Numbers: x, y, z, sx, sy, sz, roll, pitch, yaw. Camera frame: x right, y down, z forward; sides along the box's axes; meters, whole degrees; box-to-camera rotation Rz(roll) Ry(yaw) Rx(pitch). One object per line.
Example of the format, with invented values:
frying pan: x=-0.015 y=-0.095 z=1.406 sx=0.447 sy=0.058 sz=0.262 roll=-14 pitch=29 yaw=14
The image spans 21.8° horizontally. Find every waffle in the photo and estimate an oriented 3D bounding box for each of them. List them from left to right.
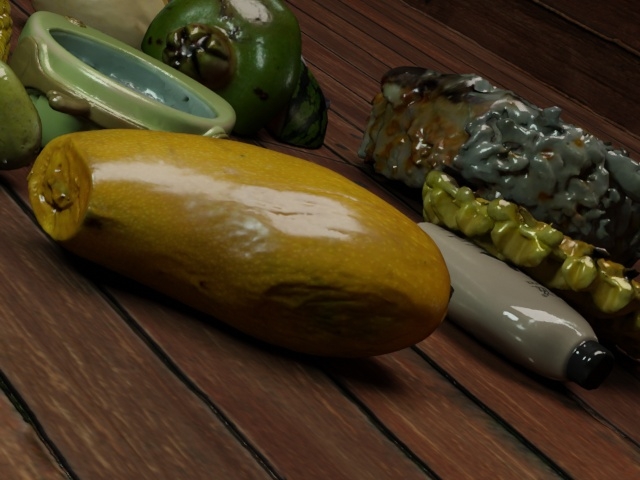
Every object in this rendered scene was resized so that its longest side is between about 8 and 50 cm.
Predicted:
waffle: x=0.234 y=0.029 z=1.737 sx=0.329 sy=0.062 sz=0.329 roll=30 pitch=-5 yaw=3

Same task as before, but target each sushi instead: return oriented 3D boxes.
sushi: x=0.260 y=-0.091 z=2.140 sx=0.417 sy=0.176 sz=0.417 roll=25 pitch=6 yaw=-3

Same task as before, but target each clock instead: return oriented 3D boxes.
clock: x=-0.203 y=-0.125 z=1.627 sx=0.235 sy=0.096 sz=0.308 roll=28 pitch=12 yaw=-10

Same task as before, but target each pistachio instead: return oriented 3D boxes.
pistachio: x=-0.281 y=-0.309 z=2.110 sx=0.200 sy=0.145 sz=0.117 roll=29 pitch=13 yaw=0

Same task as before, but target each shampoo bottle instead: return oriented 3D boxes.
shampoo bottle: x=0.178 y=0.066 z=1.601 sx=0.257 sy=0.078 sz=0.127 roll=37 pitch=8 yaw=40

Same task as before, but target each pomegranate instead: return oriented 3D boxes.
pomegranate: x=-0.121 y=-0.247 z=2.028 sx=0.241 sy=0.159 sz=0.190 roll=23 pitch=20 yaw=-51

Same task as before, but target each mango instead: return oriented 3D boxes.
mango: x=-0.060 y=-0.004 z=1.344 sx=0.359 sy=0.144 sz=0.187 roll=20 pitch=11 yaw=-6

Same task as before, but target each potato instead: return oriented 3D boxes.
potato: x=-0.321 y=-0.125 z=1.459 sx=0.188 sy=0.105 sz=0.085 roll=17 pitch=27 yaw=28

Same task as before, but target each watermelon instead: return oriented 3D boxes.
watermelon: x=-0.044 y=-0.182 z=2.162 sx=0.094 sy=0.135 sz=0.125 roll=-10 pitch=-2 yaw=31

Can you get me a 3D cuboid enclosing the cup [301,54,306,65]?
cup: x=-0.053 y=-0.246 z=2.345 sx=0.104 sy=0.074 sz=0.116 roll=52 pitch=3 yaw=-31

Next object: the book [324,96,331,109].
book: x=-0.094 y=-0.231 z=2.378 sx=0.157 sy=0.026 sz=0.231 roll=29 pitch=14 yaw=19

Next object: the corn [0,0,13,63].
corn: x=-0.364 y=-0.200 z=1.683 sx=0.106 sy=0.106 sz=0.293 roll=20 pitch=18 yaw=-15
